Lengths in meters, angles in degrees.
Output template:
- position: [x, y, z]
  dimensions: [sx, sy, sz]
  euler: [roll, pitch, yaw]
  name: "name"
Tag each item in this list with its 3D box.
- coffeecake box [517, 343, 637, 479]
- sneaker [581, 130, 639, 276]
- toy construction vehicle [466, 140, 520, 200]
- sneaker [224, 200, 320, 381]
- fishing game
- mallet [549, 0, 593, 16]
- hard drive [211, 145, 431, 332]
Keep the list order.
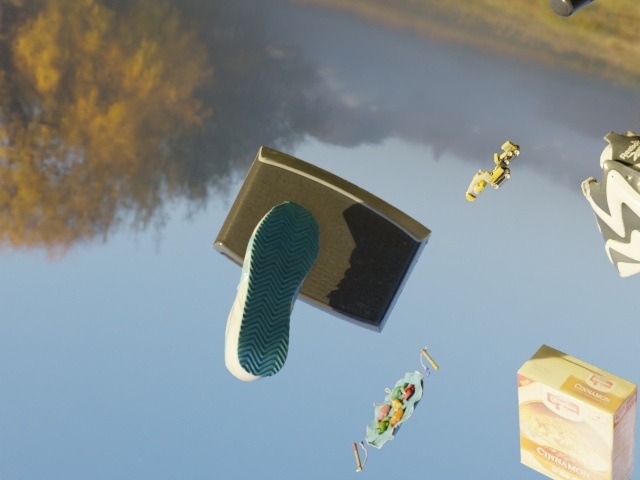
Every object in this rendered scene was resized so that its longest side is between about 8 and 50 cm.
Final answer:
- position: [0.345, 0.250, 1.454]
  dimensions: [0.142, 0.186, 0.068]
  euler: [23, -131, 36]
  name: "coffeecake box"
- position: [0.382, -0.069, 1.188]
  dimensions: [0.094, 0.153, 0.235]
  euler: [-31, 176, -31]
  name: "sneaker"
- position: [0.269, -0.110, 1.696]
  dimensions: [0.035, 0.098, 0.086]
  euler: [40, -153, -11]
  name: "toy construction vehicle"
- position: [-0.067, 0.059, 1.316]
  dimensions: [0.087, 0.229, 0.092]
  euler: [23, 159, -15]
  name: "sneaker"
- position: [0.141, 0.335, 2.162]
  dimensions: [0.041, 0.264, 0.189]
  euler: [35, -172, -10]
  name: "fishing game"
- position: [0.223, -0.178, 0.669]
  dimensions: [0.189, 0.039, 0.062]
  euler: [-36, -133, -27]
  name: "mallet"
- position: [0.000, 0.000, 1.413]
  dimensions: [0.254, 0.172, 0.054]
  euler: [27, -176, 1]
  name: "hard drive"
